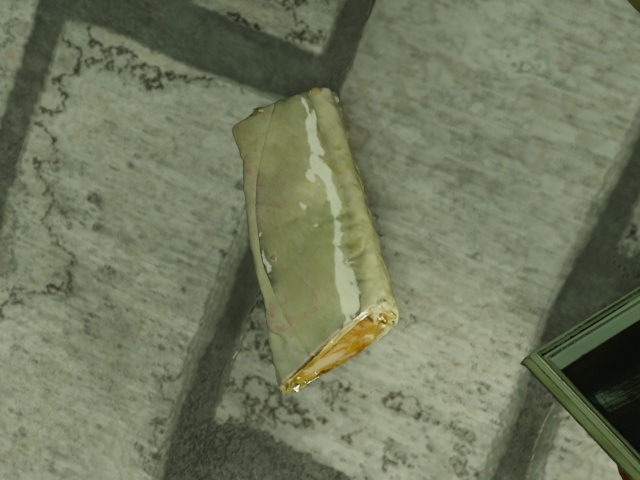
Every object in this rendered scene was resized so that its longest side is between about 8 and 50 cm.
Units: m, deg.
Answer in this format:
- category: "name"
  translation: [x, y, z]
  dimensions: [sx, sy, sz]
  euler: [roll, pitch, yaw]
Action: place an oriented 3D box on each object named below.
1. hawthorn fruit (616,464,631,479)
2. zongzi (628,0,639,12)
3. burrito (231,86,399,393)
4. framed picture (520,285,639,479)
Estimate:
- category: "hawthorn fruit"
  translation: [0.359, 0.184, 1.587]
  dimensions: [0.179, 0.200, 0.179]
  euler: [0, 88, 9]
- category: "zongzi"
  translation: [0.407, -0.253, 1.639]
  dimensions: [0.189, 0.081, 0.178]
  euler: [-48, 67, 7]
- category: "burrito"
  translation: [-0.004, 0.001, 1.758]
  dimensions: [0.143, 0.105, 0.299]
  euler: [-12, 88, 28]
- category: "framed picture"
  translation: [0.358, 0.093, 1.554]
  dimensions: [0.293, 0.018, 0.231]
  euler: [-31, 40, -9]
